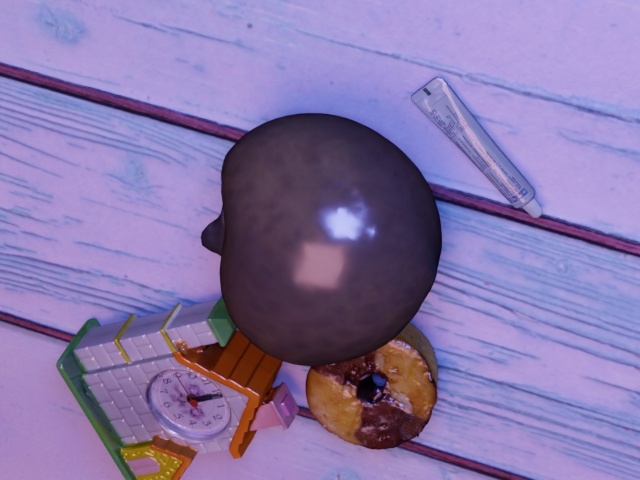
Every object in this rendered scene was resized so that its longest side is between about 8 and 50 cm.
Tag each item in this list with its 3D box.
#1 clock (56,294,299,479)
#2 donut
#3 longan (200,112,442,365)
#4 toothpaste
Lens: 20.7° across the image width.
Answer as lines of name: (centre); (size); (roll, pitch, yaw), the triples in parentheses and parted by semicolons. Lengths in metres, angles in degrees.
clock: (-0.173, 0.192, 2.256); (0.255, 0.106, 0.220); (-14, 117, 31)
donut: (0.069, 0.168, 2.154); (0.166, 0.073, 0.184); (16, 128, 13)
longan: (0.000, 0.000, 1.958); (0.300, 0.243, 0.300); (10, 108, 34)
toothpaste: (0.179, -0.099, 1.944); (0.197, 0.029, 0.048); (47, 126, -9)
